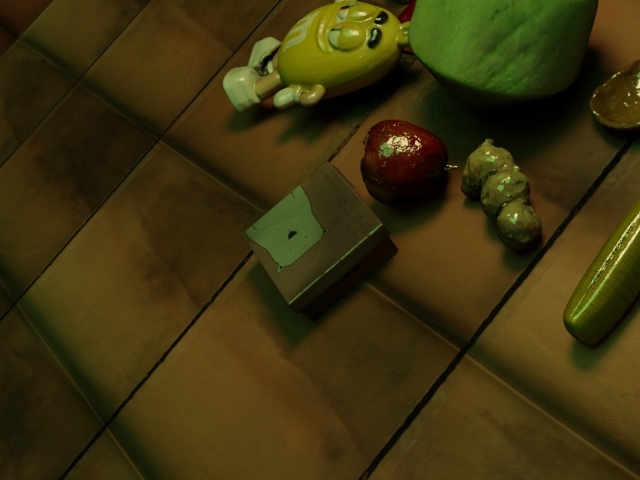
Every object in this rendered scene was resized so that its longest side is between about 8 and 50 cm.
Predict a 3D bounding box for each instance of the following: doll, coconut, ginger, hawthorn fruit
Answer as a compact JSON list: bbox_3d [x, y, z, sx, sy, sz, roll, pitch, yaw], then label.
[{"bbox_3d":[-0.009,-0.392,1.659,0.423,0.161,0.348,-32,42,19],"label":"doll"},{"bbox_3d":[0.295,-0.360,1.336,0.328,0.329,0.281,-8,25,30],"label":"coconut"},{"bbox_3d":[0.290,-0.069,1.278,0.104,0.080,0.204,-52,38,27],"label":"ginger"},{"bbox_3d":[0.153,-0.130,1.376,0.172,0.148,0.148,5,62,19],"label":"hawthorn fruit"}]

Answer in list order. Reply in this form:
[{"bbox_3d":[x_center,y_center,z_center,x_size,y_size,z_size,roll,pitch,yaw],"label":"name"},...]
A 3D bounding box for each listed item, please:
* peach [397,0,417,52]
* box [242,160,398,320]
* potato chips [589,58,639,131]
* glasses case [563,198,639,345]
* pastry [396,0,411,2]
[{"bbox_3d":[0.234,-0.460,1.599,0.279,0.068,0.189,-16,50,25],"label":"peach"},{"bbox_3d":[0.000,0.000,1.420,0.215,0.086,0.215,-41,46,3],"label":"box"},{"bbox_3d":[0.527,-0.234,1.252,0.201,0.049,0.150,-38,42,8],"label":"potato chips"},{"bbox_3d":[0.415,0.039,1.116,0.234,0.079,0.064,-53,39,-9],"label":"glasses case"},{"bbox_3d":[0.183,-0.551,1.706,0.109,0.057,0.097,-7,62,33],"label":"pastry"}]
